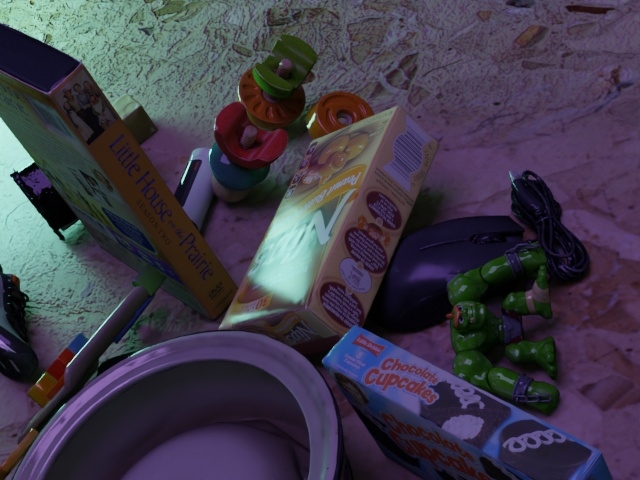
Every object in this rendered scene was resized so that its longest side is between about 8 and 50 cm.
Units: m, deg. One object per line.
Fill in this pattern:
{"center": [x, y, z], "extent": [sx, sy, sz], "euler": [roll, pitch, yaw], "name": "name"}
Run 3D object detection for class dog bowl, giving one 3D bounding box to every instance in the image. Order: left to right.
{"center": [-0.140, 0.301, 1.387], "extent": [0.408, 0.150, 0.408], "euler": [-16, 43, 15], "name": "dog bowl"}

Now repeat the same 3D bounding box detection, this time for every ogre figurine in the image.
{"center": [0.201, 0.100, 1.430], "extent": [0.118, 0.097, 0.197], "euler": [-7, 80, 12], "name": "ogre figurine"}

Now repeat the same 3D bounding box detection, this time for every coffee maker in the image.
{"center": [-0.352, -0.101, 1.904], "extent": [0.178, 0.120, 0.171], "euler": [-39, 3, -9], "name": "coffee maker"}

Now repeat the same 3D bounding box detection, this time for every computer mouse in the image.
{"center": [0.168, 0.014, 1.547], "extent": [0.272, 0.072, 0.188], "euler": [-25, 42, 7], "name": "computer mouse"}

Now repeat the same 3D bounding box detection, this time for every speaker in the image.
{"center": [-0.181, -0.069, 1.850], "extent": [0.055, 0.055, 0.136], "euler": [-5, 47, 27], "name": "speaker"}

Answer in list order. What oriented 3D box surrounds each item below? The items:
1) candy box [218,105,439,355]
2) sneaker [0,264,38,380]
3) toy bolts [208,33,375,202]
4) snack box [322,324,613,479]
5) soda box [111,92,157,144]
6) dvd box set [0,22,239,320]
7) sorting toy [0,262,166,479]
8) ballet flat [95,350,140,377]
{"center": [0.013, -0.006, 1.596], "extent": [0.183, 0.087, 0.316], "euler": [-18, 39, 50], "name": "candy box"}
{"center": [-0.459, 0.101, 1.816], "extent": [0.108, 0.100, 0.271], "euler": [-36, 41, -14], "name": "sneaker"}
{"center": [-0.058, -0.139, 1.827], "extent": [0.218, 0.158, 0.228], "euler": [37, 56, 5], "name": "toy bolts"}
{"center": [0.157, 0.212, 1.268], "extent": [0.322, 0.187, 0.060], "euler": [25, 65, 44], "name": "snack box"}
{"center": [-0.351, -0.151, 2.031], "extent": [0.181, 0.058, 0.061], "euler": [-40, 41, -10], "name": "soda box"}
{"center": [-0.297, -0.096, 1.668], "extent": [0.062, 0.420, 0.307], "euler": [-46, 42, -16], "name": "dvd box set"}
{"center": [-0.306, 0.152, 1.592], "extent": [0.196, 0.047, 0.348], "euler": [-50, 3, 45], "name": "sorting toy"}
{"center": [-0.178, 0.178, 1.588], "extent": [0.232, 0.073, 0.080], "euler": [-8, 26, 32], "name": "ballet flat"}
